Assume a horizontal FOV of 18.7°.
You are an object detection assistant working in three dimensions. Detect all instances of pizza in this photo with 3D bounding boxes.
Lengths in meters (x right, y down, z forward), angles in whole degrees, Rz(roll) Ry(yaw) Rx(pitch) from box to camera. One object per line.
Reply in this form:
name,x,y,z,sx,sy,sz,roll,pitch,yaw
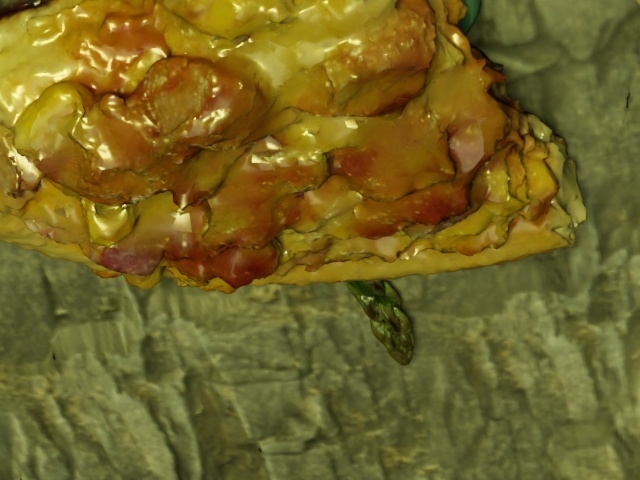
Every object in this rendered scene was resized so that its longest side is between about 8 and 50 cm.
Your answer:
pizza,-0.023,-0.056,0.994,0.408,0.114,0.278,8,145,-31

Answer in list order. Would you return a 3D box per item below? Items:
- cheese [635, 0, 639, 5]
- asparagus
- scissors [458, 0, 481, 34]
cheese,0.261,-0.128,0.946,0.174,0.251,0.248,-48,153,23
asparagus,0.000,0.001,1.157,0.034,0.027,0.236,-37,126,8
scissors,-0.061,-0.113,1.038,0.289,0.041,0.138,-16,139,17
